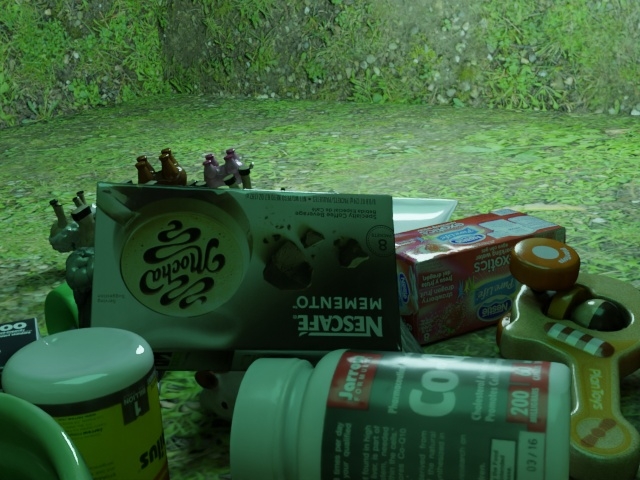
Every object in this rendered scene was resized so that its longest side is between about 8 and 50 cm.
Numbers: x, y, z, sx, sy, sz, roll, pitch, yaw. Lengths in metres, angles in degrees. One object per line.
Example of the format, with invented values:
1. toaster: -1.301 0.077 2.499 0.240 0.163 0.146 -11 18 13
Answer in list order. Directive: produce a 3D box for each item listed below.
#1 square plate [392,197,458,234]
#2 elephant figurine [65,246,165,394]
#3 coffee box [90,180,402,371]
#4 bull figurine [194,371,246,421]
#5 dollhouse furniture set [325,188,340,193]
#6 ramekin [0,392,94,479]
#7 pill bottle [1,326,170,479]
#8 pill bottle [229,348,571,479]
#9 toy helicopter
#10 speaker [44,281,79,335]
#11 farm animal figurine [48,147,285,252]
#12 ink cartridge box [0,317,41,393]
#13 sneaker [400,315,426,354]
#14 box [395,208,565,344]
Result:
1. square plate: 0.058 -0.013 1.594 0.344 0.049 0.347 2 18 14
2. elephant figurine: -0.229 0.134 1.004 0.169 0.239 0.186 5 -9 14
3. coffee box: -0.077 0.043 0.907 0.297 0.168 0.119 3 -19 -12
4. bull figurine: -0.058 0.088 1.084 0.188 0.101 0.310 -22 30 8
5. dollhouse furniture set: 0.000 0.000 1.317 0.161 0.101 0.182 -40 38 -9
6. ramekin: -0.221 0.247 0.485 0.303 0.148 0.303 -17 40 15
7. pill bottle: -0.182 0.187 0.727 0.117 0.215 0.117 -3 18 1
8. pill bottle: 0.074 0.179 0.795 0.283 0.161 0.161 2 18 15
9. toy helicopter: 0.316 0.142 0.993 0.235 0.140 0.355 9 30 9
10. speaker: -0.215 0.080 1.226 0.296 0.131 0.131 -18 23 -39
11. farm animal figurine: -0.260 -0.021 1.508 0.327 0.172 0.330 -29 27 -25
12. ink cartridge box: -0.472 0.153 1.176 0.206 0.045 0.208 -9 17 -17
13. sneaker: 0.058 0.137 1.096 0.115 0.105 0.281 -35 22 3
14. box: 0.206 0.045 1.260 0.257 0.122 0.128 -12 19 -26
